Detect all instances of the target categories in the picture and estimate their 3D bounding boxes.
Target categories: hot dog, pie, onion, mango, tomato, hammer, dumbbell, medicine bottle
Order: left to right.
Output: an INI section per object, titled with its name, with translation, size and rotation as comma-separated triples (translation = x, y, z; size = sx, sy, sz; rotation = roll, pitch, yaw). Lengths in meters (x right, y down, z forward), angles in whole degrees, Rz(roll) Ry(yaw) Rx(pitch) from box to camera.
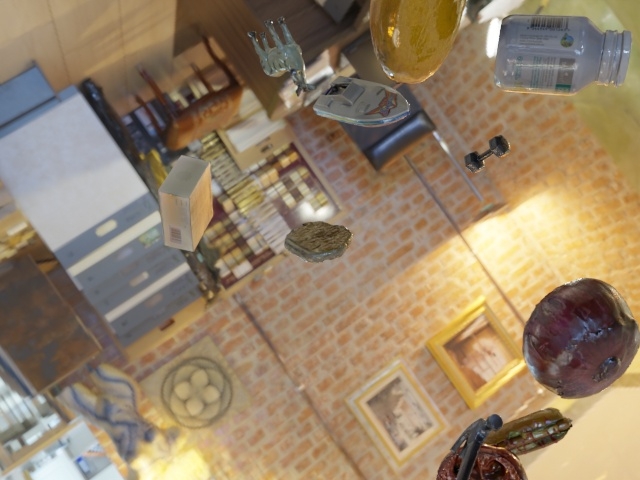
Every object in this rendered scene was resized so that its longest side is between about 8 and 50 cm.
[pie]
translation = 0.000, 0.000, 1.864
size = 0.195, 0.046, 0.195
rotation = -5, -149, 3
[mango]
translation = 0.180, -0.445, 1.198
size = 0.187, 0.144, 0.359
rotation = -20, 140, -19
[hammer]
translation = 0.267, 0.475, 1.276
size = 0.290, 0.037, 0.137
rotation = -57, 179, -35
[dumbbell]
translation = 0.289, -0.150, 1.149
size = 0.040, 0.036, 0.083
rotation = -22, 172, -42
[tomato]
translation = 0.395, 0.568, 1.564
size = 0.228, 0.228, 0.101
rotation = -37, -179, 34
[hot dog]
translation = 0.544, 0.515, 1.738
size = 0.250, 0.104, 0.076
rotation = -19, -165, 8
[medicine bottle]
translation = 0.422, -0.324, 1.159
size = 0.215, 0.135, 0.135
rotation = 8, -168, 16
[onion]
translation = 0.514, 0.199, 1.304
size = 0.246, 0.246, 0.190
rotation = -35, -144, -6

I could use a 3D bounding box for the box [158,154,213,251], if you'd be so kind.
[box]
translation = -0.374, -0.104, 1.858
size = 0.212, 0.095, 0.168
rotation = 97, 11, -45

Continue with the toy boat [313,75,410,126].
[toy boat]
translation = 0.114, -0.347, 1.663
size = 0.295, 0.088, 0.129
rotation = 24, -110, 45

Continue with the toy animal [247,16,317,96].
[toy animal]
translation = -0.088, -0.409, 1.501
size = 0.073, 0.176, 0.217
rotation = -24, -166, -22
